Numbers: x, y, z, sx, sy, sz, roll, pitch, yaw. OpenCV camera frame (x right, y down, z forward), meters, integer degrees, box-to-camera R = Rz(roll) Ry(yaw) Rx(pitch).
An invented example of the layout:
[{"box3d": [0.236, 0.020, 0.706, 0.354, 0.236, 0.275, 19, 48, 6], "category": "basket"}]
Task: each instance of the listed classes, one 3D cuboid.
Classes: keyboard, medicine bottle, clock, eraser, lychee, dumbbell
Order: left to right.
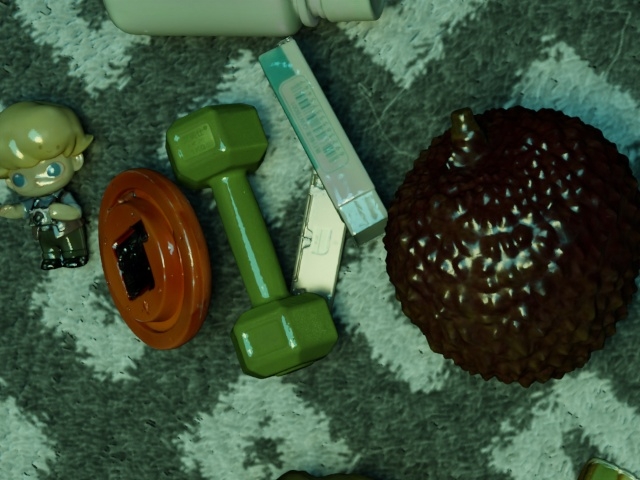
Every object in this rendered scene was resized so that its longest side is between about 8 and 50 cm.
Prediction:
[{"box3d": [-0.189, 0.021, 1.497, 0.205, 0.051, 0.205, 23, 120, 48], "category": "clock"}, {"box3d": [-0.082, -0.305, 1.466, 0.293, 0.170, 0.170, 2, 91, 12], "category": "medicine bottle"}, {"box3d": [-0.077, 0.001, 1.489, 0.121, 0.108, 0.302, -22, 83, 18], "category": "dumbbell"}, {"box3d": [0.000, 0.000, 1.534, 0.055, 0.017, 0.166, 11, 93, 6], "category": "keyboard"}, {"box3d": [0.006, -0.105, 1.477, 0.052, 0.095, 0.225, -28, 79, 0], "category": "eraser"}, {"box3d": [0.194, 0.000, 1.371, 0.275, 0.276, 0.304, -25, 111, 10], "category": "lychee"}]

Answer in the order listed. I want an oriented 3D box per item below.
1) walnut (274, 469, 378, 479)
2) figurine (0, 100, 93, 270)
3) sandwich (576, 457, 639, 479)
[{"box3d": [-0.001, 0.377, 1.412, 0.282, 0.277, 0.253, 12, 102, 1], "category": "walnut"}, {"box3d": [-0.319, -0.063, 1.553, 0.114, 0.108, 0.196, -3, 97, 33], "category": "figurine"}, {"box3d": [0.299, 0.329, 1.399, 0.117, 0.187, 0.144, 21, 101, 9], "category": "sandwich"}]
